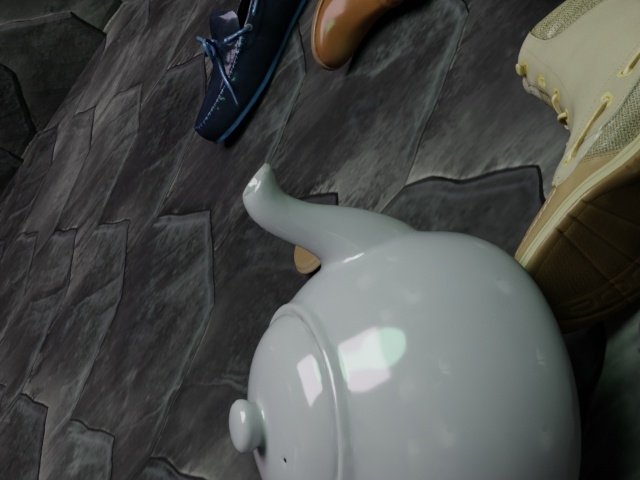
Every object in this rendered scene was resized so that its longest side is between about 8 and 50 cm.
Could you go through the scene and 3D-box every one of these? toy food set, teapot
[{"bbox_3d":[0.000,0.000,1.103,0.083,0.020,0.083,-36,35,43],"label":"toy food set"},{"bbox_3d":[0.033,0.119,0.654,0.256,0.187,0.253,-116,29,-44],"label":"teapot"}]

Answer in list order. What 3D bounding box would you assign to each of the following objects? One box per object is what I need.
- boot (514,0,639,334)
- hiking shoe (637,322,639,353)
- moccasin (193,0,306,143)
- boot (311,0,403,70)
[{"bbox_3d":[0.195,-0.074,0.728,0.262,0.095,0.203,-56,27,9],"label":"boot"},{"bbox_3d":[0.249,0.017,0.549,0.114,0.086,0.227,-25,43,56],"label":"hiking shoe"},{"bbox_3d":[-0.123,-0.317,1.528,0.137,0.116,0.342,7,71,63],"label":"moccasin"},{"bbox_3d":[0.070,-0.293,1.206,0.152,0.073,0.197,25,90,60],"label":"boot"}]
